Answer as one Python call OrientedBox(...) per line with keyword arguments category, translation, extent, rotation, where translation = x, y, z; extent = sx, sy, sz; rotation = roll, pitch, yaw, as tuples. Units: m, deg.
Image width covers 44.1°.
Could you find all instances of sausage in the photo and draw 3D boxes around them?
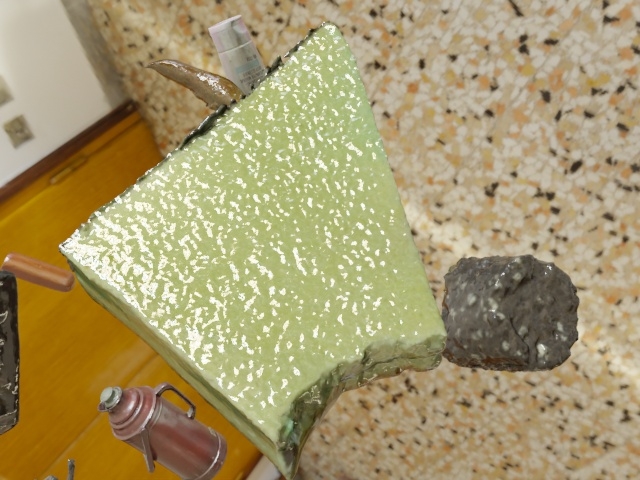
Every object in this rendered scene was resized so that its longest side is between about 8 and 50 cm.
OrientedBox(category="sausage", translation=(-0.509, 0.059, 1.436), extent=(0.131, 0.039, 0.041), rotation=(20, 128, -15))

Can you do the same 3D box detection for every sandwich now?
OrientedBox(category="sandwich", translation=(0.000, 0.000, 0.502), extent=(0.212, 0.245, 0.063), rotation=(39, 159, 17))

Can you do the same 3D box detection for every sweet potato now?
OrientedBox(category="sweet potato", translation=(-0.190, -0.268, 1.434), extent=(0.274, 0.067, 0.067), rotation=(27, 136, 4))

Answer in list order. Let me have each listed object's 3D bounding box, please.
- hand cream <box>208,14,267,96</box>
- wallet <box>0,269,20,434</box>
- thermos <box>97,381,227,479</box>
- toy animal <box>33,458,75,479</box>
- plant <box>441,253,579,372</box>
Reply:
OrientedBox(category="hand cream", translation=(-0.125, -0.269, 1.518), extent=(0.070, 0.111, 0.312), rotation=(14, 131, 60))
OrientedBox(category="wallet", translation=(-0.481, 0.169, 0.845), extent=(0.041, 0.323, 0.247), rotation=(33, 125, 43))
OrientedBox(category="thermos", translation=(-0.250, 0.289, 1.233), extent=(0.232, 0.124, 0.099), rotation=(48, 178, -36))
OrientedBox(category="toy animal", translation=(-0.512, 0.539, 1.573), extent=(0.232, 0.084, 0.148), rotation=(33, 109, 37))
OrientedBox(category="plant", translation=(0.319, 0.138, 1.491), extent=(0.213, 0.215, 0.312), rotation=(12, 173, -24))
